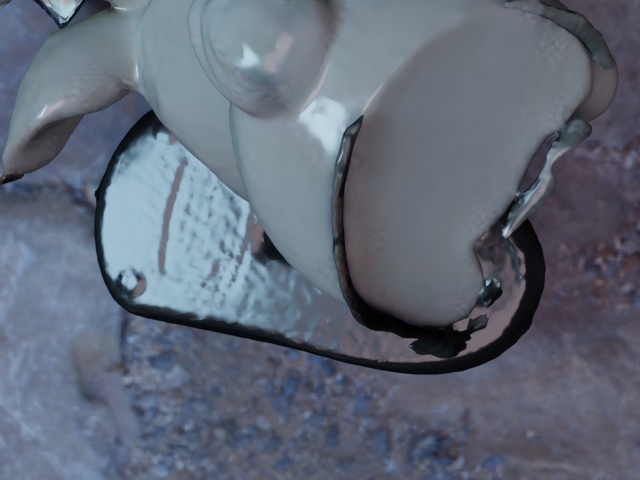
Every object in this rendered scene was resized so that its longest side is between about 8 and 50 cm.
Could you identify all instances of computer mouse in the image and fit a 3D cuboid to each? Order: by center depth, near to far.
[{"bbox_3d":[0.000,0.000,0.966,0.269,0.086,0.138,13,94,7],"label":"computer mouse"}]

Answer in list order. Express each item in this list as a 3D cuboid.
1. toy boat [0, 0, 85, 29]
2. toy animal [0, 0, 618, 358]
[{"bbox_3d":[-0.120,-0.217,0.902,0.084,0.066,0.210,38,104,-14],"label":"toy boat"},{"bbox_3d":[-0.013,-0.084,0.814,0.247,0.310,0.183,-6,117,-33],"label":"toy animal"}]
